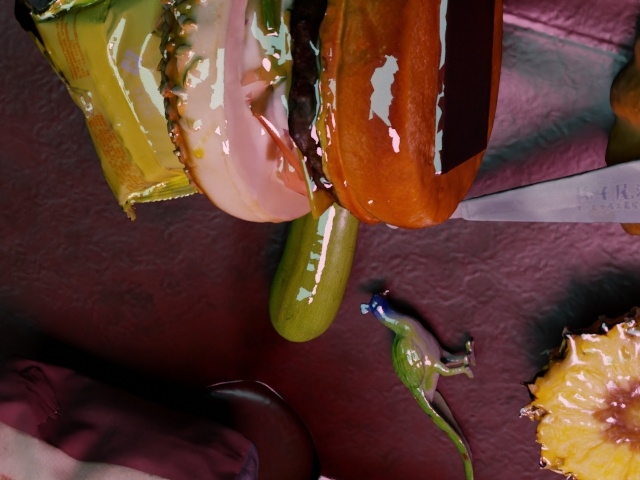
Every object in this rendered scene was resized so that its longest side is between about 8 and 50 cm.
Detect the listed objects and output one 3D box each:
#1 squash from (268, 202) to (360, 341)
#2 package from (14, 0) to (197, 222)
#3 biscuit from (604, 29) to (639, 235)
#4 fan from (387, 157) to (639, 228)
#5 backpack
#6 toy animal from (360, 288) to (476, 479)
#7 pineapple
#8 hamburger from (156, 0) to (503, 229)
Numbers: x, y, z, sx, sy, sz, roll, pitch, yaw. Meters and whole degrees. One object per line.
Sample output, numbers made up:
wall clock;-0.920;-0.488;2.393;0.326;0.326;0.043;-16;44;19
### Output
squash;0.000;0.000;1.533;0.066;0.066;0.201;18;113;8
package;-0.155;-0.131;1.497;0.168;0.090;0.226;-15;108;26
biscuit;0.380;-0.064;1.363;0.325;0.107;0.326;9;120;16
fan;0.164;-0.035;1.436;0.282;0.023;0.057;-3;114;39
backpack;-0.219;0.282;1.667;0.283;0.197;0.317;20;125;5
toy animal;0.117;0.132;1.576;0.075;0.041;0.217;-22;112;27
pineapple;0.280;0.140;1.507;0.224;0.076;0.225;7;120;12
hamburger;0.009;-0.144;1.335;0.225;0.291;0.291;8;118;23
